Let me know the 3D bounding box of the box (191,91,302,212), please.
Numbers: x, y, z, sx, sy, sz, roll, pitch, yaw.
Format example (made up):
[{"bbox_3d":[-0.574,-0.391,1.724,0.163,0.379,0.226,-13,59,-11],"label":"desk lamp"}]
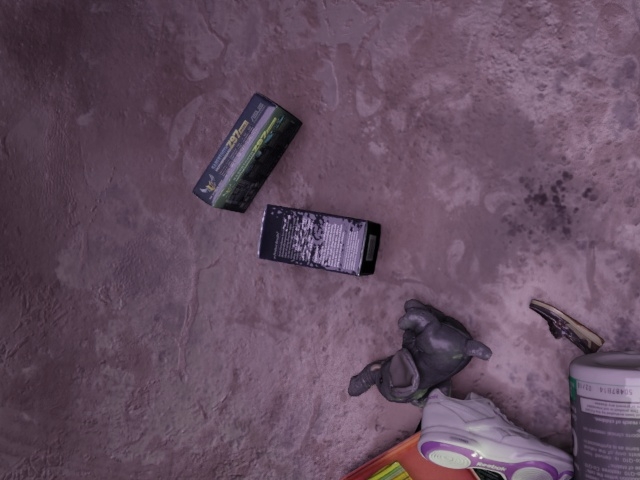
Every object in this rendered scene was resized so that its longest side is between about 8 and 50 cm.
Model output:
[{"bbox_3d":[-0.141,-0.168,1.638,0.059,0.183,0.233,35,97,12],"label":"box"}]

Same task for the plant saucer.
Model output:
[{"bbox_3d":[0.201,0.500,1.568,0.258,0.047,0.259,-37,88,22],"label":"plant saucer"}]

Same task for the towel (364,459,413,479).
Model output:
[{"bbox_3d":[0.178,0.529,1.545,0.102,0.021,0.237,-41,86,23],"label":"towel"}]

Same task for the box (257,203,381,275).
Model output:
[{"bbox_3d":[0.000,0.000,1.613,0.207,0.153,0.108,9,91,15],"label":"box"}]

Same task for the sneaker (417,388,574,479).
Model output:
[{"bbox_3d":[0.322,0.346,1.471,0.305,0.152,0.114,19,136,-12],"label":"sneaker"}]

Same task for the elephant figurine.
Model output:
[{"bbox_3d":[0.178,0.249,1.564,0.169,0.186,0.240,28,97,-5],"label":"elephant figurine"}]

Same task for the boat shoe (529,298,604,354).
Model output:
[{"bbox_3d":[0.454,0.164,1.545,0.152,0.056,0.049,32,90,13],"label":"boat shoe"}]

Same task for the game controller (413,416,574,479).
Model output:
[{"bbox_3d":[0.324,0.440,1.573,0.319,0.067,0.167,25,108,14],"label":"game controller"}]

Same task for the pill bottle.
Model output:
[{"bbox_3d":[0.531,0.380,1.392,0.204,0.204,0.361,-3,91,14],"label":"pill bottle"}]
